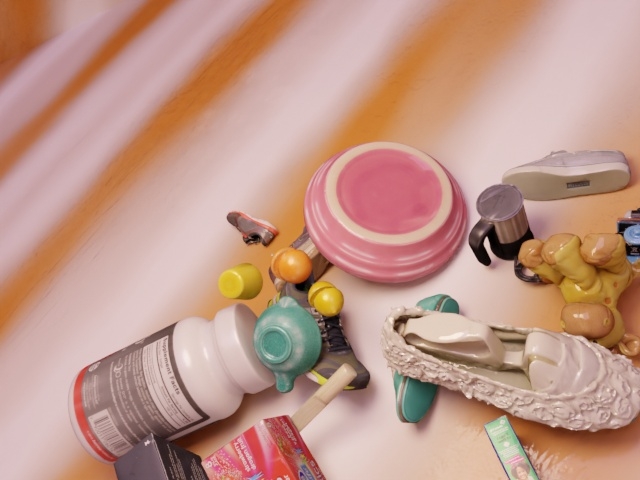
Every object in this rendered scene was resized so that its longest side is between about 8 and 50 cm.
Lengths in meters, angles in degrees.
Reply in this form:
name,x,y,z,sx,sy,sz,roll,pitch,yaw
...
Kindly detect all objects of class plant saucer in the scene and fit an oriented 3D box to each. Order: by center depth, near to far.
name,x,y,z,sx,sy,sz,roll,pitch,yaw
plant saucer,0.132,-0.078,1.197,0.333,0.084,0.332,1,58,-2

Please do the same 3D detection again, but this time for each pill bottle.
name,x,y,z,sx,sy,sz,roll,pitch,yaw
pill bottle,-0.280,0.274,1.166,0.363,0.210,0.210,-26,48,9

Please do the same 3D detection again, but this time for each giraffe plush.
name,x,y,z,sx,sy,sz,roll,pitch,yaw
giraffe plush,0.425,0.096,0.952,0.181,0.210,0.170,-16,60,60

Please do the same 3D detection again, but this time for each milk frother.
name,x,y,z,sx,sy,sz,roll,pitch,yaw
milk frother,0.354,-0.008,1.075,0.143,0.134,0.129,16,66,36

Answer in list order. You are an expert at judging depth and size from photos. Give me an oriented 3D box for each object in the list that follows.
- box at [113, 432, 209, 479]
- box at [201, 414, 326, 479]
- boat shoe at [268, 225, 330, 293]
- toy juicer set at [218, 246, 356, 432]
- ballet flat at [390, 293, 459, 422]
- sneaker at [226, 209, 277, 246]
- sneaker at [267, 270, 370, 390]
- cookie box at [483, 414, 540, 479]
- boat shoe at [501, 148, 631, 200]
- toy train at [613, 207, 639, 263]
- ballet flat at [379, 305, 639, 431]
name,x,y,z,sx,sy,sz,roll,pitch,yaw
box,-0.266,0.451,1.061,0.093,0.158,0.156,-38,47,-1
box,-0.055,0.418,0.932,0.128,0.123,0.256,-36,70,7
boat shoe,0.000,0.000,1.290,0.285,0.103,0.092,-44,52,1
toy juicer set,-0.032,0.164,1.051,0.209,0.089,0.328,-27,81,21
ballet flat,0.174,0.208,1.064,0.087,0.083,0.247,-11,48,53
sneaker,-0.178,-0.027,1.436,0.158,0.061,0.064,18,73,38
sneaker,-0.001,0.164,1.131,0.300,0.111,0.121,46,121,41
cookie box,0.289,0.329,0.890,0.040,0.091,0.107,-27,48,6
boat shoe,0.469,-0.133,1.152,0.228,0.079,0.081,-2,47,22
toy train,0.587,-0.011,0.992,0.184,0.080,0.105,4,50,34
ballet flat,0.275,0.180,0.899,0.409,0.147,0.146,7,61,23
